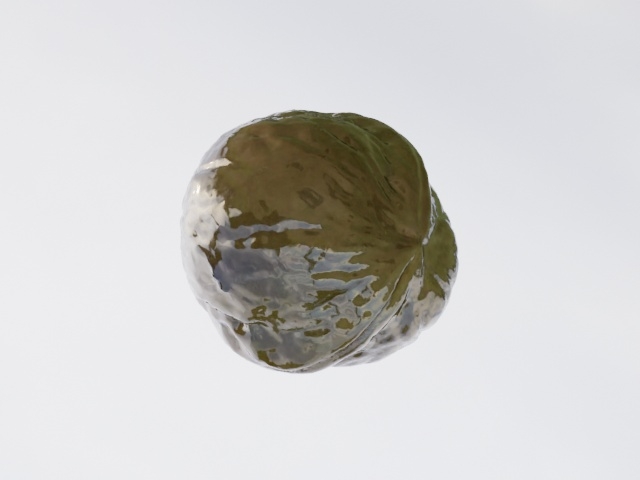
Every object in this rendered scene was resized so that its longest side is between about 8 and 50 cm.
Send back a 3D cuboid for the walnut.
[{"bbox_3d":[0.000,0.000,1.463,0.228,0.228,0.228,25,-159,-11],"label":"walnut"}]
